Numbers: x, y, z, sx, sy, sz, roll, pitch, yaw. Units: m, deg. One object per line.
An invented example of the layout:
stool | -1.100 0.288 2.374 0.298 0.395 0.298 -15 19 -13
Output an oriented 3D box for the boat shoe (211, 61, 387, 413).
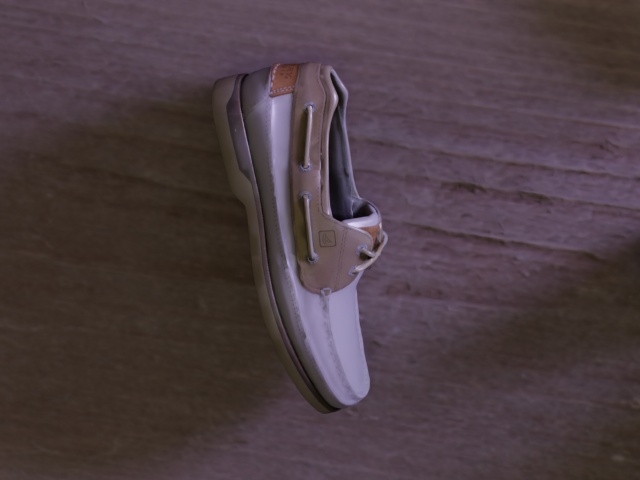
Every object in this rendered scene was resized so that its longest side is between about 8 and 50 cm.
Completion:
boat shoe | 0.000 0.000 1.376 0.103 0.113 0.302 -13 105 15
